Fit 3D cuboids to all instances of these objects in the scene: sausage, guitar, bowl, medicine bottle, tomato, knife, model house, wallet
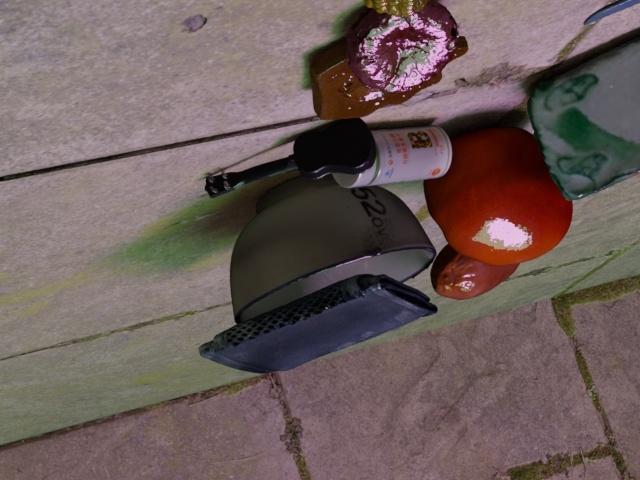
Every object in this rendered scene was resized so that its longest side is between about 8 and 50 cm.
[{"bbox_3d":[0.271,0.041,2.171,0.114,0.113,0.259,-27,177,29],"label":"sausage"},{"bbox_3d":[-0.052,-0.115,1.840,0.271,0.083,0.038,-15,163,12],"label":"guitar"},{"bbox_3d":[0.000,0.000,2.072,0.354,0.185,0.354,-17,166,-5],"label":"bowl"},{"bbox_3d":[0.111,-0.131,1.923,0.183,0.086,0.086,-9,163,-35],"label":"medicine bottle"},{"bbox_3d":[0.295,-0.085,2.047,0.260,0.259,0.180,-7,148,-37],"label":"tomato"},{"bbox_3d":[0.508,-0.363,1.703,0.313,0.019,0.044,-21,168,19],"label":"knife"},{"bbox_3d":[0.492,-0.204,2.019,0.267,0.194,0.325,-25,178,16],"label":"model house"},{"bbox_3d":[-0.004,0.134,2.055,0.342,0.075,0.237,-22,160,24],"label":"wallet"}]

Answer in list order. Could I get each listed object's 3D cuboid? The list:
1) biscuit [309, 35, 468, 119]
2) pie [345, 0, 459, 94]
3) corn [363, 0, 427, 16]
[{"bbox_3d":[0.090,-0.230,1.624,0.215,0.034,0.182,-19,158,-6],"label":"biscuit"},{"bbox_3d":[0.100,-0.240,1.521,0.154,0.038,0.153,-16,144,-12],"label":"pie"},{"bbox_3d":[0.079,-0.310,1.204,0.101,0.101,0.291,-17,166,-6],"label":"corn"}]
